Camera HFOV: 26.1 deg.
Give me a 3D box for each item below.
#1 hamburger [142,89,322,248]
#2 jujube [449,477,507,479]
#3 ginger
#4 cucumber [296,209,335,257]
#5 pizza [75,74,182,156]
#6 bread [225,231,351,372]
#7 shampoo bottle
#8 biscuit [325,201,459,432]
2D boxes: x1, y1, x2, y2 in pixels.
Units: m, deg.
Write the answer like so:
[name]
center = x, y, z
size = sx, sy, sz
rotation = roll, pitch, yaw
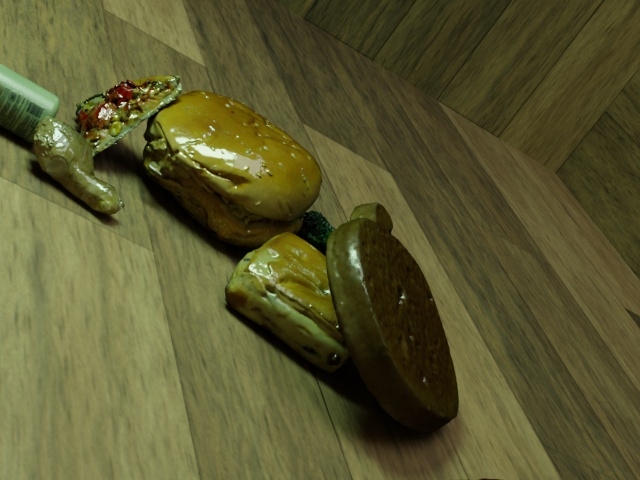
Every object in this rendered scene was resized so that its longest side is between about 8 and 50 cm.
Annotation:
[hamburger]
center = -0.145, -0.117, 2.181
size = 0.290, 0.170, 0.314
rotation = 33, 18, 10
[jujube]
center = 0.171, 0.358, 1.529
size = 0.290, 0.197, 0.197
rotation = 14, 24, -18
[ginger]
center = -0.340, -0.102, 1.943
size = 0.165, 0.067, 0.096
rotation = 48, 16, -9
[cucumber]
center = 0.000, 0.000, 2.222
size = 0.067, 0.067, 0.293
rotation = 33, 3, -11
[pizza]
center = -0.312, -0.198, 2.101
size = 0.193, 0.201, 0.053
rotation = -73, 142, -54
[bread]
center = -0.022, 0.079, 2.019
size = 0.210, 0.099, 0.235
rotation = 36, 18, -1
[shampoo bottle]
center = -0.456, -0.207, 1.960
size = 0.162, 0.079, 0.079
rotation = 30, 19, -19
[biscuit]
center = 0.096, 0.107, 1.983
size = 0.394, 0.070, 0.350
rotation = 40, 32, -59
